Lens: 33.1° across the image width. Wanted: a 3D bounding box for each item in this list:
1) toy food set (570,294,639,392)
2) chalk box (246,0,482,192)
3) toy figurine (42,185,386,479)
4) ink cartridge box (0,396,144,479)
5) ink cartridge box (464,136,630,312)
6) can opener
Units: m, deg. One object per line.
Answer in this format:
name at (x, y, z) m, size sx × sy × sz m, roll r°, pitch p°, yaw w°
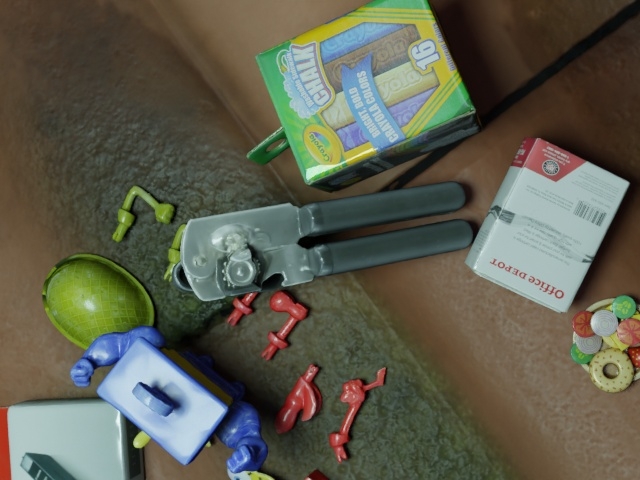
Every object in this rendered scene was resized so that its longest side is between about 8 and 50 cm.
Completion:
toy food set at (0.277, 0.095, 1.012) m, size 0.083 × 0.020 × 0.082 m, roll -38°, pitch 81°, yaw 10°
chalk box at (0.028, -0.129, 1.014) m, size 0.213 × 0.132 × 0.132 m, roll -22°, pitch 85°, yaw 10°
toy figurine at (-0.132, 0.103, 1.001) m, size 0.362 × 0.217 × 0.191 m, roll 39°, pitch 97°, yaw 10°
ink cartridge box at (-0.299, 0.304, 1.115) m, size 0.239 × 0.060 × 0.275 m, roll -5°, pitch 88°, yaw 11°
ink cartridge box at (0.208, -0.015, 0.999) m, size 0.099 × 0.056 × 0.135 m, roll 25°, pitch 95°, yaw -6°
can opener at (0.000, 0.000, 1.014) m, size 0.283 × 0.095 × 0.076 m, roll -10°, pitch 86°, yaw -20°
